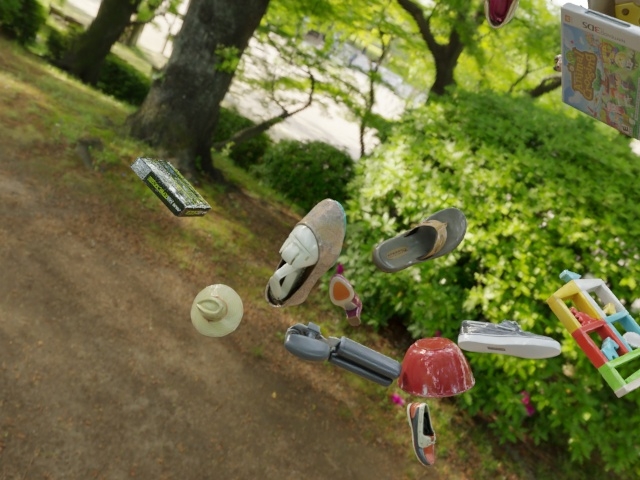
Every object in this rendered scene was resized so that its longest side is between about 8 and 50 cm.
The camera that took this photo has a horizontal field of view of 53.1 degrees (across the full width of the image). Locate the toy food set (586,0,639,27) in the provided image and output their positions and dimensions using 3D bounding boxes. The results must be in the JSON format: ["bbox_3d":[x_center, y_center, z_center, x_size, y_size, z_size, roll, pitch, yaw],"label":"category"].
[{"bbox_3d":[0.717,-0.436,1.312,0.306,0.219,0.092,4,40,39],"label":"toy food set"}]

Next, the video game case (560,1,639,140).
[{"bbox_3d":[0.510,-0.303,1.152,0.193,0.023,0.212,48,-14,44],"label":"video game case"}]

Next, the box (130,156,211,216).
[{"bbox_3d":[-0.403,-0.143,1.742,0.190,0.045,0.184,46,8,5],"label":"box"}]

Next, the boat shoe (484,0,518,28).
[{"bbox_3d":[0.282,-0.403,0.970,0.063,0.170,0.059,10,43,18],"label":"boat shoe"}]

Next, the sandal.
[{"bbox_3d":[0.203,-0.005,1.275,0.220,0.060,0.089,-21,71,-16],"label":"sandal"}]

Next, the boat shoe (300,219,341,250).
[{"bbox_3d":[0.000,0.000,1.930,0.084,0.095,0.258,25,-19,22],"label":"boat shoe"}]

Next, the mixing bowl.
[{"bbox_3d":[0.269,0.287,1.508,0.182,0.098,0.181,-5,8,1],"label":"mixing bowl"}]

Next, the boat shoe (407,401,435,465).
[{"bbox_3d":[0.221,0.410,1.357,0.049,0.043,0.136,-8,84,-49],"label":"boat shoe"}]

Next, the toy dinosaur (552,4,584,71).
[{"bbox_3d":[0.871,-0.648,2.001,0.127,0.200,0.296,9,-16,-16],"label":"toy dinosaur"}]

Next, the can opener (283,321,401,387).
[{"bbox_3d":[0.046,0.272,1.447,0.284,0.076,0.095,26,40,-10],"label":"can opener"}]

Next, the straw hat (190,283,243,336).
[{"bbox_3d":[-0.267,0.166,1.579,0.144,0.144,0.061,38,-4,24],"label":"straw hat"}]

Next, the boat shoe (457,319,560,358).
[{"bbox_3d":[0.577,0.292,1.962,0.302,0.102,0.108,0,-32,26],"label":"boat shoe"}]

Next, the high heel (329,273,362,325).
[{"bbox_3d":[0.083,0.164,2.078,0.117,0.082,0.244,-93,158,-46],"label":"high heel"}]

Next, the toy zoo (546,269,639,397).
[{"bbox_3d":[0.627,0.189,1.425,0.192,0.030,0.293,-11,57,-35],"label":"toy zoo"}]

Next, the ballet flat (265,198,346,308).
[{"bbox_3d":[-0.041,0.045,1.326,0.106,0.316,0.107,-20,58,-37],"label":"ballet flat"}]
